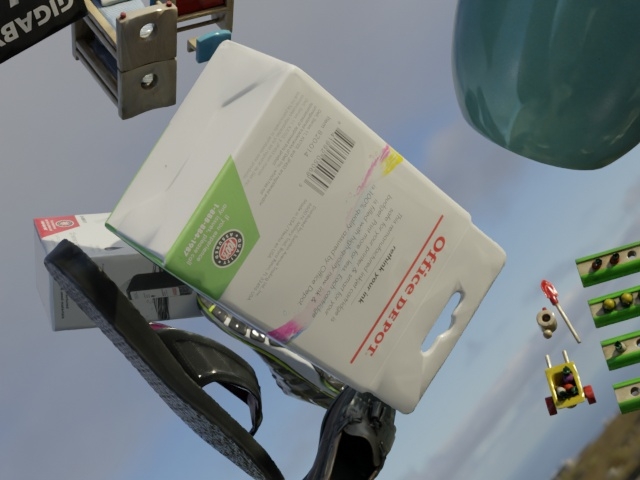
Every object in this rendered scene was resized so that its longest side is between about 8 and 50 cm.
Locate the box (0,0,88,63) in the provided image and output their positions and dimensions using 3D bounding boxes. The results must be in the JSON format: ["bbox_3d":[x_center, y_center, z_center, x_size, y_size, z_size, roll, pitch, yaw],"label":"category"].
[{"bbox_3d":[-0.362,-0.156,0.918,0.293,0.295,0.073,-37,-46,-25],"label":"box"}]

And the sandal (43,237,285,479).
[{"bbox_3d":[-0.172,0.154,1.727,0.107,0.446,0.167,-45,18,-16],"label":"sandal"}]

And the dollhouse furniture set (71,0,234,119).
[{"bbox_3d":[-0.159,-0.240,1.427,0.183,0.129,0.129,-20,-40,-26],"label":"dollhouse furniture set"}]

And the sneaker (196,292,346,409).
[{"bbox_3d":[-0.051,0.154,1.841,0.111,0.300,0.121,-47,-12,-38],"label":"sneaker"}]

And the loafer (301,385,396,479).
[{"bbox_3d":[0.038,0.266,1.580,0.084,0.096,0.267,-29,25,53],"label":"loafer"}]

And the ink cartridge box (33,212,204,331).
[{"bbox_3d":[-0.269,0.036,1.939,0.272,0.197,0.114,-4,-71,-18],"label":"ink cartridge box"}]

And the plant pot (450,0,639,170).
[{"bbox_3d":[0.276,-0.219,1.466,0.293,0.293,0.235,-31,-37,-58],"label":"plant pot"}]

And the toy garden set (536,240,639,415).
[{"bbox_3d":[0.396,0.126,1.880,0.203,0.244,0.049,-17,-30,10],"label":"toy garden set"}]

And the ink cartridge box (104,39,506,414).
[{"bbox_3d":[0.000,0.000,1.241,0.353,0.119,0.207,37,-97,-40],"label":"ink cartridge box"}]
